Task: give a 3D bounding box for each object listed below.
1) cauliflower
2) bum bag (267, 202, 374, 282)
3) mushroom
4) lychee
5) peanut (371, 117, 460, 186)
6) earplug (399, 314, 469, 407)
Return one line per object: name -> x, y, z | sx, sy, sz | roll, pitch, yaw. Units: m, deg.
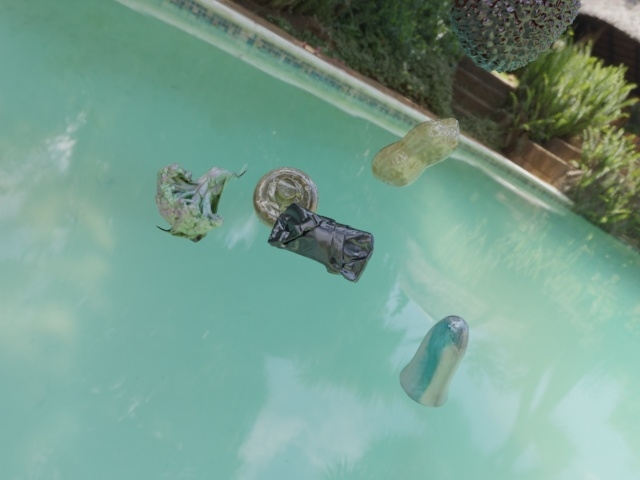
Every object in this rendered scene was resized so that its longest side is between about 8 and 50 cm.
cauliflower -> -0.364, -0.138, 1.516 | 0.239, 0.315, 0.256 | 45, -15, -4
bum bag -> 0.000, 0.000, 1.153 | 0.248, 0.123, 0.060 | 22, -1, 14
mushroom -> -0.105, -0.129, 1.508 | 0.207, 0.207, 0.215 | 33, -9, 2
lychee -> 0.425, -0.497, 1.085 | 0.271, 0.271, 0.271 | 27, 21, -12
peanut -> 0.231, -0.208, 1.231 | 0.124, 0.257, 0.123 | 21, 57, -35
earplug -> 0.408, 0.385, 1.691 | 0.185, 0.324, 0.185 | 13, 31, -8
